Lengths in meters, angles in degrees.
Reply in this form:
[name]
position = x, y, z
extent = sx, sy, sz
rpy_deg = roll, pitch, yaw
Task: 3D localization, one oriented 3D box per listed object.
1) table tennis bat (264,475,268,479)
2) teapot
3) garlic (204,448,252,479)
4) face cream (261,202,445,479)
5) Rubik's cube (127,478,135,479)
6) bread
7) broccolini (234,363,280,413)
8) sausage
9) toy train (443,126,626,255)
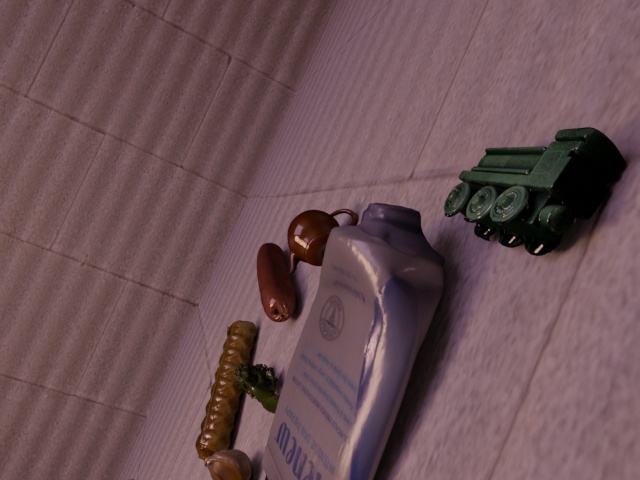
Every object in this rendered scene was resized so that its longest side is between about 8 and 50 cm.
[table tennis bat]
position = -0.048, 0.374, 0.672
extent = 0.150, 0.027, 0.236
rpy_deg = -61, 14, 11
[teapot]
position = 0.000, 0.000, 0.940
extent = 0.173, 0.116, 0.116
rpy_deg = -37, 18, -1
[garlic]
position = -0.162, 0.419, 0.862
extent = 0.074, 0.094, 0.113
rpy_deg = -19, -36, -52
[face cream]
position = 0.032, 0.156, 0.597
extent = 0.235, 0.137, 0.420
rpy_deg = 23, 96, 60
[Rubik's cube]
position = -0.251, 0.511, 0.567
extent = 0.259, 0.253, 0.256
rpy_deg = -39, 19, 2
[bread]
position = -0.221, 0.346, 1.154
extent = 0.367, 0.084, 0.077
rpy_deg = -81, -20, -47
[broccolini]
position = -0.070, 0.273, 0.854
extent = 0.074, 0.079, 0.392
rpy_deg = -59, 21, -19
[sausage]
position = -0.117, 0.085, 1.190
extent = 0.088, 0.088, 0.433
rpy_deg = -62, 17, 10
[toy train]
position = 0.193, -0.049, 0.467
extent = 0.111, 0.071, 0.170
rpy_deg = -55, 16, 1
